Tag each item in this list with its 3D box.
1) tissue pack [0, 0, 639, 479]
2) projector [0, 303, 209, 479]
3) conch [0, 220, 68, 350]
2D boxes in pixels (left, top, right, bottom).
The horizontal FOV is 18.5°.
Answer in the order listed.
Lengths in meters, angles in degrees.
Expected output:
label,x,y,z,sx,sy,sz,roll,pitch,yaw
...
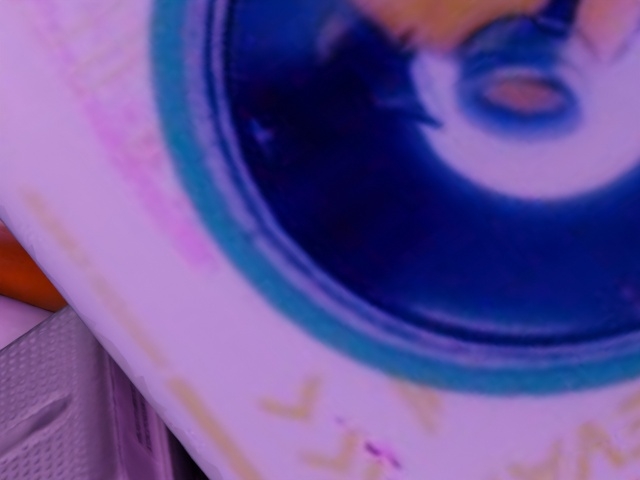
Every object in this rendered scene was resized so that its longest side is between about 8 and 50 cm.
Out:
label,x,y,z,sx,sy,sz,roll,pitch,yaw
tissue pack,0.055,-0.052,0.584,0.287,0.162,0.388,-31,111,14
projector,-0.109,0.160,0.674,0.242,0.163,0.177,-34,119,13
conch,-0.112,0.042,0.746,0.176,0.104,0.094,-8,124,12
